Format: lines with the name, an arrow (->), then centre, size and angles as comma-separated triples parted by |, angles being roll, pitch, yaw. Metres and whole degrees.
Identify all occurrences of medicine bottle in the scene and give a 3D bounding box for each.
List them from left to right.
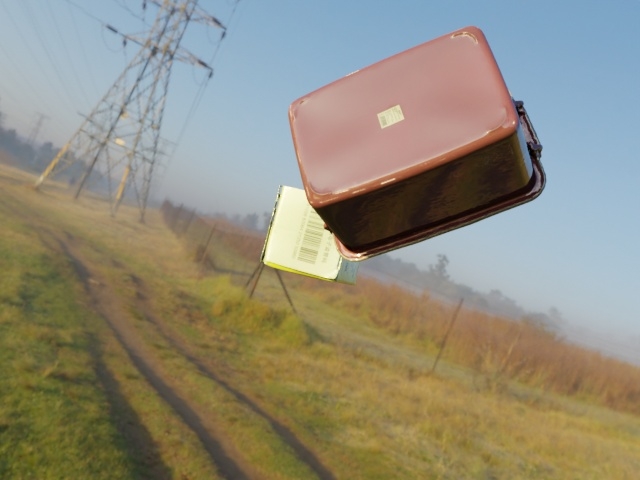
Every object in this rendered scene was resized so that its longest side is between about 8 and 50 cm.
medicine bottle -> 0.000, 0.000, 1.081 | 0.141, 0.137, 0.250 | 16, -3, 11

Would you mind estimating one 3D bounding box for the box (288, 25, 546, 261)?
box -> 0.109, -0.113, 0.735 | 0.294, 0.193, 0.167 | -20, -25, 15
